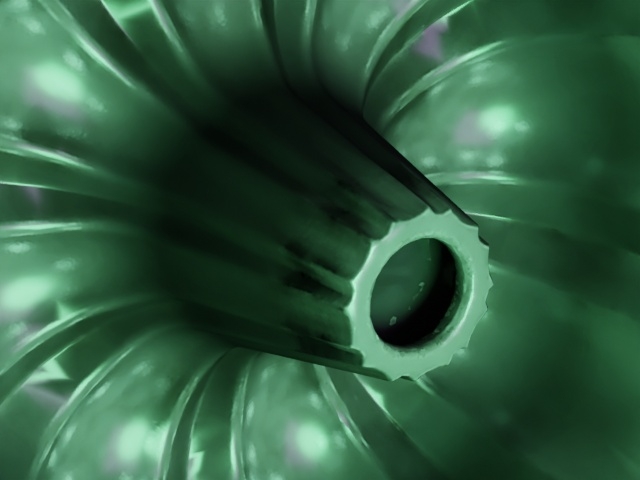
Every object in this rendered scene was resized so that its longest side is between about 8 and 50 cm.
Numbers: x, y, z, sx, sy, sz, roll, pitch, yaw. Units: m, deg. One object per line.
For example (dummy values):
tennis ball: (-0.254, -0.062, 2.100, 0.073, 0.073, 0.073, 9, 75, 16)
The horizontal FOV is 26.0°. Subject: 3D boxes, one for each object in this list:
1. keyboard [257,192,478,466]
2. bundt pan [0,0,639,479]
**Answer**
keyboard: (0.014, 0.074, 0.583, 0.256, 0.014, 0.072, -53, 130, -7)
bundt pan: (0.000, 0.000, 0.460, 0.331, 0.124, 0.330, -11, 111, -29)
